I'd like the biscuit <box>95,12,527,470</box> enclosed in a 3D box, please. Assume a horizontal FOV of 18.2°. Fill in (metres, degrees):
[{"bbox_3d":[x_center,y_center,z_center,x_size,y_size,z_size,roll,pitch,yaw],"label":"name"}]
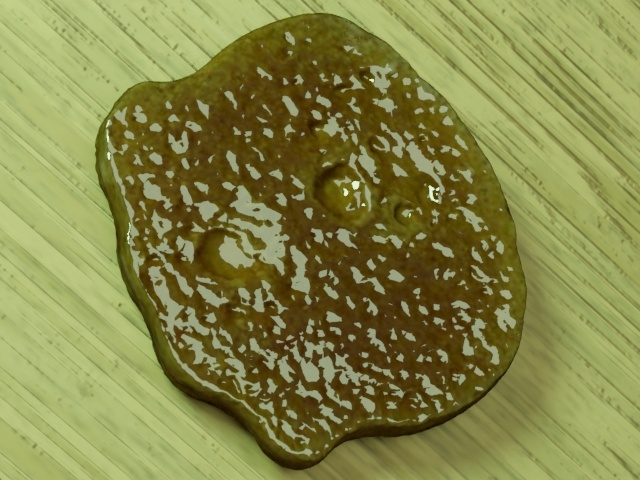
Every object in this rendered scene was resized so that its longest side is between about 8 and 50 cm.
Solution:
[{"bbox_3d":[-0.001,0.000,1.243,0.257,0.049,0.273,-26,86,-24],"label":"biscuit"}]
